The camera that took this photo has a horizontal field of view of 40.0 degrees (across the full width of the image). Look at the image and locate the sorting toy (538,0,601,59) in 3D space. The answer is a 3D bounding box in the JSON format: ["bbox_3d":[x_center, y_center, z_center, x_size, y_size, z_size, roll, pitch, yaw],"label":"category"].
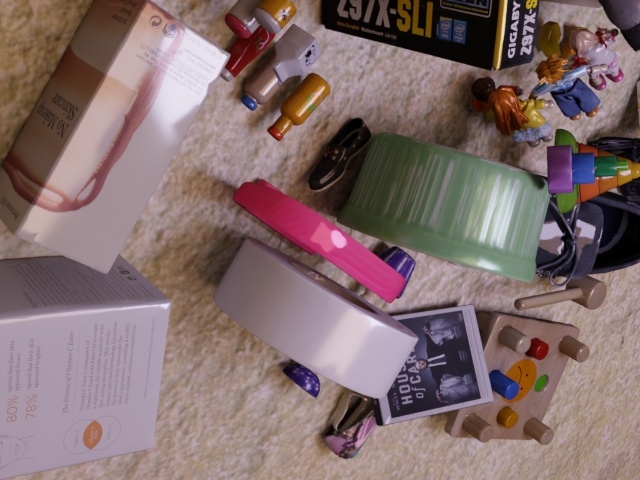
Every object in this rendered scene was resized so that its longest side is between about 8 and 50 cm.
[{"bbox_3d":[0.405,-0.451,1.448,0.229,0.041,0.307,-7,115,-39],"label":"sorting toy"}]

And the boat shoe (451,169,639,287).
[{"bbox_3d":[0.425,-0.019,1.584,0.500,0.156,0.186,0,112,-35],"label":"boat shoe"}]

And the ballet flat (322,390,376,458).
[{"bbox_3d":[0.086,0.278,1.531,0.079,0.077,0.221,43,83,-21],"label":"ballet flat"}]

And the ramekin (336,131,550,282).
[{"bbox_3d":[0.189,-0.054,1.302,0.303,0.303,0.148,14,96,-40],"label":"ramekin"}]

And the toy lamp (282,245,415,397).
[{"bbox_3d":[0.053,0.128,1.427,0.274,0.080,0.080,-51,131,-4],"label":"toy lamp"}]

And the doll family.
[{"bbox_3d":[0.356,-0.228,1.378,0.263,0.118,0.163,-26,147,28],"label":"doll family"}]

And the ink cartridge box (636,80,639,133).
[{"bbox_3d":[0.661,-0.254,1.658,0.090,0.092,0.143,20,63,-34],"label":"ink cartridge box"}]

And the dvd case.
[{"bbox_3d":[0.184,0.211,1.523,0.239,0.029,0.179,-5,79,-31],"label":"dvd case"}]

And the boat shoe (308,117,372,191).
[{"bbox_3d":[0.024,-0.128,1.304,0.133,0.049,0.042,-49,135,-17],"label":"boat shoe"}]

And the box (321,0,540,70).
[{"bbox_3d":[0.131,-0.369,1.090,0.079,0.322,0.257,-20,122,-35],"label":"box"}]

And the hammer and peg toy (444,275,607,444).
[{"bbox_3d":[0.384,0.215,1.680,0.266,0.127,0.361,11,104,-37],"label":"hammer and peg toy"}]

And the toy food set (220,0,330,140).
[{"bbox_3d":[-0.072,-0.228,1.134,0.104,0.111,0.232,-50,162,-6],"label":"toy food set"}]

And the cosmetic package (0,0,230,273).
[{"bbox_3d":[-0.253,-0.133,1.031,0.129,0.153,0.296,28,91,-39],"label":"cosmetic package"}]

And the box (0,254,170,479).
[{"bbox_3d":[-0.380,0.151,1.055,0.345,0.168,0.215,-3,113,-36],"label":"box"}]

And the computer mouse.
[{"bbox_3d":[0.645,-0.134,1.705,0.272,0.188,0.072,46,61,-48],"label":"computer mouse"}]

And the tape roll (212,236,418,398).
[{"bbox_3d":[-0.008,0.105,1.236,0.286,0.286,0.100,28,93,-41],"label":"tape roll"}]

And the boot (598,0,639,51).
[{"bbox_3d":[0.458,-0.447,1.365,0.223,0.338,0.118,42,122,-8],"label":"boot"}]

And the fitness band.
[{"bbox_3d":[0.000,0.000,1.239,0.291,0.209,0.054,34,90,-41],"label":"fitness band"}]

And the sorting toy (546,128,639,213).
[{"bbox_3d":[0.417,-0.106,1.318,0.365,0.126,0.127,-9,97,-71],"label":"sorting toy"}]
